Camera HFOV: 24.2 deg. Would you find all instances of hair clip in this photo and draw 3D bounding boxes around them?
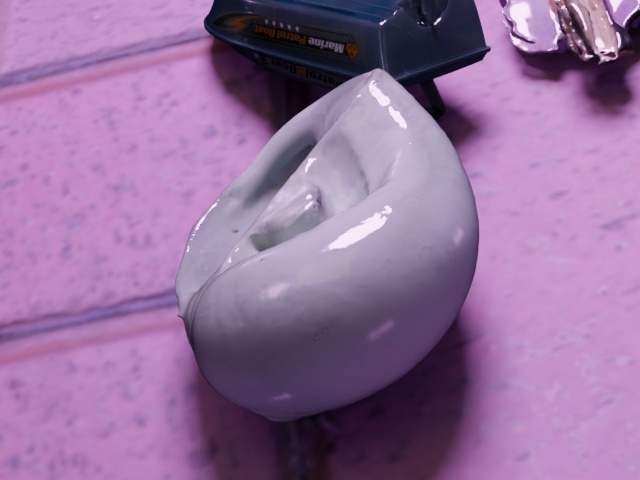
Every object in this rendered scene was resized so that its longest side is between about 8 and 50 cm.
[{"bbox_3d":[0.159,-0.213,1.000,0.106,0.084,0.292,-12,52,3],"label":"hair clip"}]

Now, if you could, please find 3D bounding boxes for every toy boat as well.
[{"bbox_3d":[0.002,-0.136,0.982,0.093,0.103,0.246,-22,27,-33],"label":"toy boat"}]

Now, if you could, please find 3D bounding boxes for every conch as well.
[{"bbox_3d":[0.001,0.005,0.826,0.185,0.121,0.221,-2,42,23],"label":"conch"}]
